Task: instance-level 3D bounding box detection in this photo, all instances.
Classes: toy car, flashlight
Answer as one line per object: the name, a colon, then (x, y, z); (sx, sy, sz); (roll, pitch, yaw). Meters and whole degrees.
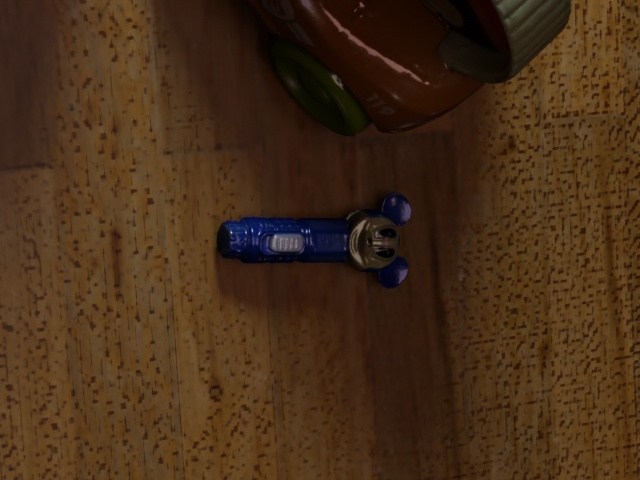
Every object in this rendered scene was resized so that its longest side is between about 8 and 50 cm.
toy car: (0.041, -0.165, 1.028); (0.145, 0.235, 0.235); (-44, 111, -14)
flashlight: (0.000, 0.000, 1.126); (0.121, 0.035, 0.057); (1, 96, -25)
